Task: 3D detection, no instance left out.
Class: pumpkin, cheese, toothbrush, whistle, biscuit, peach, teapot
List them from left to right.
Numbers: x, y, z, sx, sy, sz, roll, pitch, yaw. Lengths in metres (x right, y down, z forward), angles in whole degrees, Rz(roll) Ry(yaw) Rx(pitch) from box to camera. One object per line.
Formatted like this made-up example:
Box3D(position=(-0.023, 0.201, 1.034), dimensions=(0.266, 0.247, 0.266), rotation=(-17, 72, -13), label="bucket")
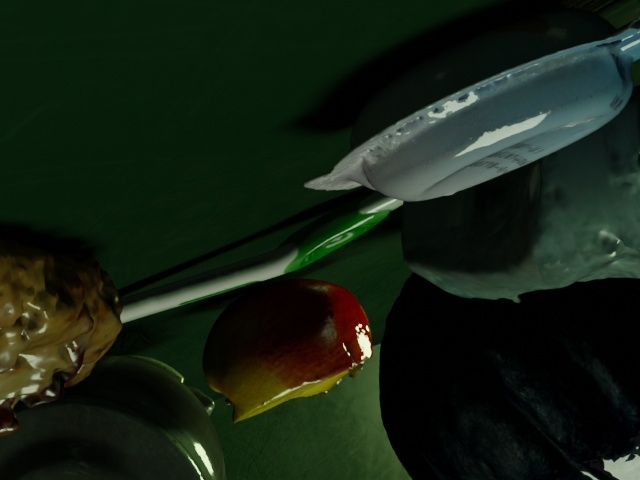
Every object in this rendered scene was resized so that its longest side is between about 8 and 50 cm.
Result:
Box3D(position=(-0.248, 0.080, 0.608), dimensions=(0.289, 0.081, 0.334), rotation=(-23, 169, 16), label="biscuit")
Box3D(position=(-0.227, 0.240, 1.118), dimensions=(0.321, 0.239, 0.239), rotation=(-42, -172, 15), label="teapot")
Box3D(position=(-0.033, 0.093, 1.041), dimensions=(0.151, 0.118, 0.151), rotation=(4, -157, -2), label="peach")
Box3D(position=(-0.001, -0.005, 0.788), dimensions=(0.418, 0.040, 0.042), rotation=(-18, 170, 18), label="toothbrush")
Box3D(position=(0.103, -0.072, 0.522), dimensions=(0.244, 0.052, 0.135), rotation=(-25, 173, 23), label="cheese")
Box3D(position=(0.215, 0.078, 0.893), dimensions=(0.363, 0.266, 0.363), rotation=(-28, 159, -12), label="pumpkin")
Box3D(position=(0.191, -0.035, 0.614), dimensions=(0.347, 0.189, 0.189), rotation=(-9, 177, 27), label="whistle")
